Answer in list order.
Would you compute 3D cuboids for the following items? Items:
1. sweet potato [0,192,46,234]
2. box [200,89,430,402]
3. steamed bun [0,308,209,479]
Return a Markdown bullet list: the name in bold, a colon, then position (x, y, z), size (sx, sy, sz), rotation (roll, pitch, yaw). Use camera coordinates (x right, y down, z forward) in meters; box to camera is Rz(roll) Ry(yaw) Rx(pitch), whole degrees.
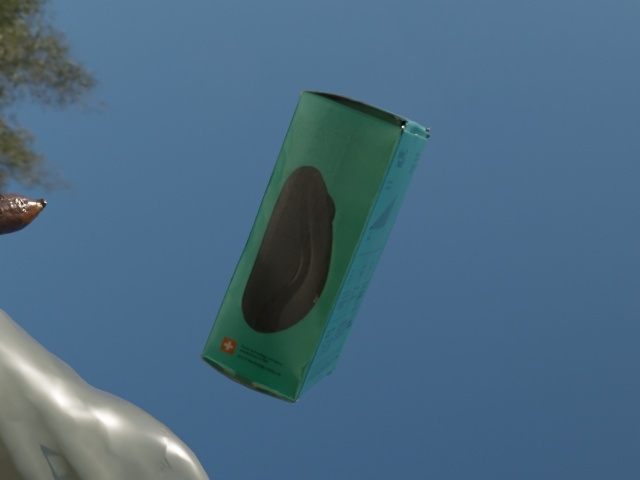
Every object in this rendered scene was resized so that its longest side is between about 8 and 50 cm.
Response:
- **sweet potato**: position (-0.251, -0.019, 0.846), size (0.034, 0.095, 0.034), rotation (7, -77, 33)
- **box**: position (0.000, 0.000, 1.186), size (0.118, 0.205, 0.311), rotation (23, -82, 9)
- **steamed bun**: position (-0.201, 0.177, 0.266), size (0.236, 0.247, 0.383), rotation (-43, -170, 43)
